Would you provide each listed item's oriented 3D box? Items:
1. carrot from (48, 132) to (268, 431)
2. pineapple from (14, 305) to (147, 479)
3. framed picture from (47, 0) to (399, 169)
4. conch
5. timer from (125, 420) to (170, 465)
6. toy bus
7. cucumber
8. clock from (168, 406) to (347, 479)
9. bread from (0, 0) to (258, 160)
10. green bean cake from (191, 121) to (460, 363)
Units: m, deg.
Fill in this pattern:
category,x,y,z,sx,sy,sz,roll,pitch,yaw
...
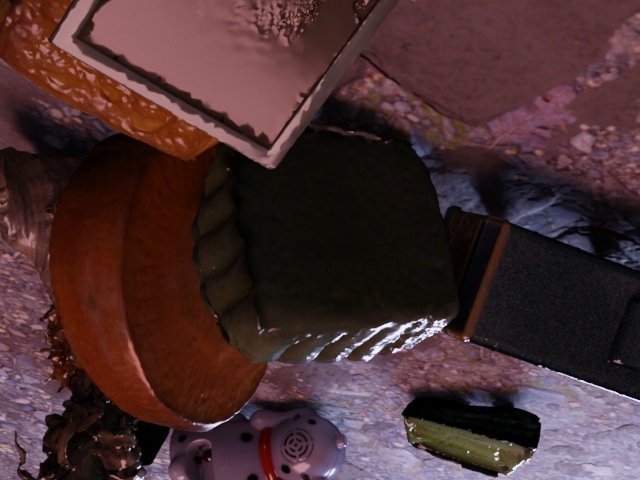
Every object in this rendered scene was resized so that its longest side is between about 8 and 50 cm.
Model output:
category,x,y,z,sx,sy,sz,roll,pitch,yaw
carrot,-0.140,0.036,1.136,0.100,0.307,0.258,-4,180,41
pineapple,-0.285,0.247,1.518,0.262,0.272,0.262,9,147,6
framed picture,-0.048,-0.207,0.877,0.216,0.016,0.273,30,113,-23
conch,-0.261,-0.019,1.209,0.245,0.163,0.178,40,179,-29
timer,-0.305,0.289,1.703,0.144,0.055,0.187,13,-173,0
toy bus,0.251,0.071,1.146,0.275,0.138,0.167,20,180,-13
cucumber,0.210,0.258,1.548,0.193,0.086,0.115,6,146,22
clock,-0.074,0.322,1.685,0.254,0.189,0.189,-17,139,15
bread,-0.151,-0.184,0.989,0.235,0.099,0.210,32,140,-19
green bean cake,0.000,0.000,1.072,0.227,0.222,0.125,4,156,-28
